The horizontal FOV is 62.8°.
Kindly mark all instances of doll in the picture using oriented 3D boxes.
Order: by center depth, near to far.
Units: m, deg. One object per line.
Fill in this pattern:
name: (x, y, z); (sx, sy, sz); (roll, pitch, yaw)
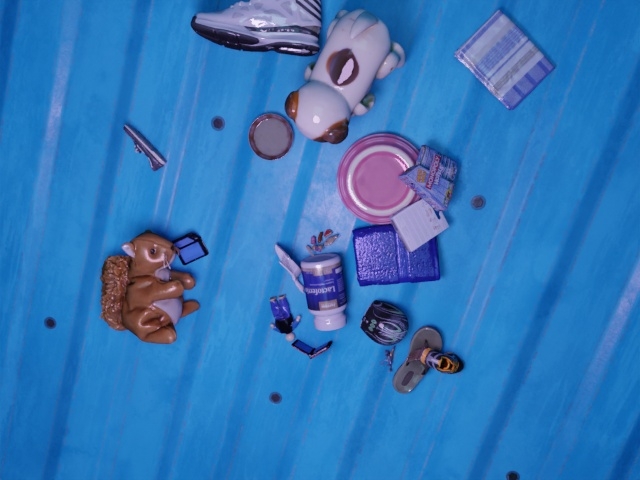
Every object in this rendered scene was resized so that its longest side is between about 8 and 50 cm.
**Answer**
doll: (-0.139, 0.308, 2.054); (0.129, 0.046, 0.189); (-13, 99, 10)

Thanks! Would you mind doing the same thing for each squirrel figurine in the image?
squirrel figurine: (-0.677, 0.152, 1.959); (0.397, 0.281, 0.370); (-1, 112, 16)

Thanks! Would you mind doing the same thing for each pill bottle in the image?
pill bottle: (0.019, 0.191, 1.957); (0.153, 0.153, 0.265); (-8, 100, 8)

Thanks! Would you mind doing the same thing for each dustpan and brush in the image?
dustpan and brush: (-0.105, 0.120, 1.990); (0.060, 0.147, 0.211); (-44, 122, -5)

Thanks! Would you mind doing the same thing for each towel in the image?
towel: (0.624, -0.611, 1.784); (0.285, 0.034, 0.209); (43, 101, -5)
towel: (0.280, 0.049, 1.942); (0.308, 0.076, 0.228); (-6, 96, 7)

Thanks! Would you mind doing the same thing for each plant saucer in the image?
plant saucer: (0.221, -0.217, 1.886); (0.332, 0.084, 0.332); (1, 102, 7)
plant saucer: (-0.181, -0.380, 1.930); (0.168, 0.029, 0.168); (1, 102, 6)

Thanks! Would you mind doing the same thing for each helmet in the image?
helmet: (0.246, 0.313, 1.958); (0.161, 0.169, 0.169); (27, 104, 18)

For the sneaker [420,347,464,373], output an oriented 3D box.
sneaker: (0.469, 0.462, 1.954); (0.215, 0.083, 0.084); (19, 90, -35)

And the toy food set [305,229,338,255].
toy food set: (0.000, 0.000, 1.971); (0.122, 0.019, 0.078); (-40, 55, 3)

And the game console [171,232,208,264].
game console: (-0.516, 0.034, 2.035); (0.122, 0.107, 0.071); (-24, 69, 10)

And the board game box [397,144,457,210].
board game box: (0.373, -0.227, 1.810); (0.194, 0.060, 0.194); (23, 80, -22)

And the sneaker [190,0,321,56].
sneaker: (-0.210, -0.796, 1.804); (0.447, 0.169, 0.257); (7, 93, -2)

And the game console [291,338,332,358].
game console: (-0.030, 0.396, 2.011); (0.124, 0.144, 0.085); (-31, 85, 5)

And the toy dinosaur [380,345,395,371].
toy dinosaur: (0.273, 0.469, 2.041); (0.090, 0.047, 0.082); (-30, 115, 1)

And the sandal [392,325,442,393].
sandal: (0.376, 0.468, 2.002); (0.120, 0.086, 0.303); (24, 103, 2)

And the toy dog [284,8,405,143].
toy dog: (0.073, -0.504, 1.700); (0.284, 0.395, 0.408); (32, 95, -9)

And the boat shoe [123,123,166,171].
boat shoe: (-0.674, -0.348, 1.974); (0.065, 0.075, 0.206); (-42, 98, 10)

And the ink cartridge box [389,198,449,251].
ink cartridge box: (0.349, -0.066, 1.858); (0.179, 0.045, 0.145); (-32, 100, -18)
